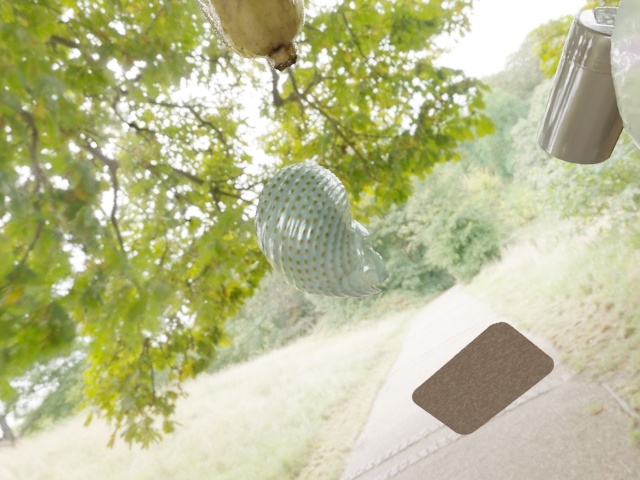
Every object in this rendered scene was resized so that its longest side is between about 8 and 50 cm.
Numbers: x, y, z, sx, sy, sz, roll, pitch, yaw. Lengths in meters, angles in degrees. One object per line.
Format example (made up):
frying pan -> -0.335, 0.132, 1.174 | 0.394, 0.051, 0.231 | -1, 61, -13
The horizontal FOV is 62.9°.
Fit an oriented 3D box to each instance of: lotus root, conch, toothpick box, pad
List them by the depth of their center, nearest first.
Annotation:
toothpick box -> 0.374, -0.207, 0.710 | 0.111, 0.111, 0.180 | -40, -34, -36
lotus root -> -0.126, -0.415, 0.869 | 0.160, 0.284, 0.146 | -21, 24, 26
pad -> 0.330, 0.289, 1.074 | 0.266, 0.176, 0.002 | -48, 14, 20
conch -> -0.016, 0.004, 1.122 | 0.215, 0.319, 0.303 | -25, -25, -5

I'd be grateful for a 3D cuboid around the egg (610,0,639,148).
egg -> 0.420, -0.184, 0.389 | 0.337, 0.337, 0.201 | -39, 28, 7
